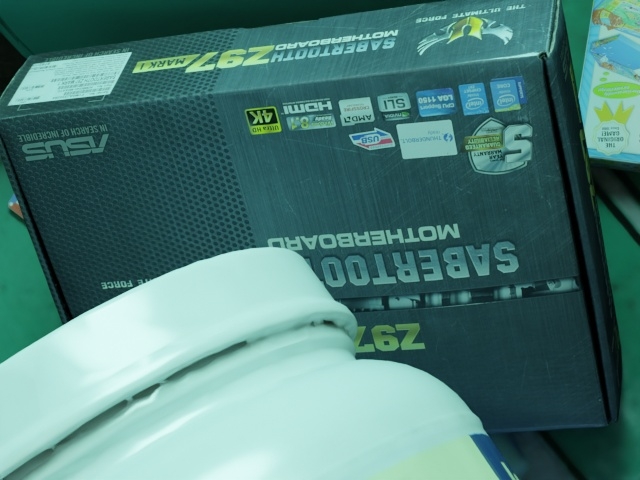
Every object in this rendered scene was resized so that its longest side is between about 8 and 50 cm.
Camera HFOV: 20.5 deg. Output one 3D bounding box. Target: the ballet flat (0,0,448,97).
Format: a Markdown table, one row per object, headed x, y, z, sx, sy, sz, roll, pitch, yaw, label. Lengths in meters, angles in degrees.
| x | y | z | sx | sy | sz | roll | pitch | yaw | label |
| --- | --- | --- | --- | --- | --- | --- | --- | --- | --- |
| -0.162 | -0.138 | 0.821 | 0.483 | 0.164 | 0.182 | -14 | 53 | 17 | ballet flat |

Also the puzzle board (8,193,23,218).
| x | y | z | sx | sy | sz | roll | pitch | yaw | label |
| --- | --- | --- | --- | --- | --- | --- | --- | --- | --- |
| -0.078 | -0.021 | 0.847 | 0.128 | 0.011 | 0.096 | 36 | 94 | 18 | puzzle board |

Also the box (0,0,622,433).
| x | y | z | sx | sy | sz | roll | pitch | yaw | label |
| --- | --- | --- | --- | --- | --- | --- | --- | --- | --- |
| 0.000 | 0.000 | 0.745 | 0.233 | 0.059 | 0.183 | -4 | 125 | 16 | box |

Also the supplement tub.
| x | y | z | sx | sy | sz | roll | pitch | yaw | label |
| --- | --- | --- | --- | --- | --- | --- | --- | --- | --- |
| 0.001 | 0.189 | 0.596 | 0.235 | 0.235 | 0.325 | -37 | 75 | 9 | supplement tub |

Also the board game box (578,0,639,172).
| x | y | z | sx | sy | sz | roll | pitch | yaw | label |
| --- | --- | --- | --- | --- | --- | --- | --- | --- | --- |
| 0.192 | -0.075 | 0.765 | 0.154 | 0.026 | 0.103 | 9 | 86 | 17 | board game box |
